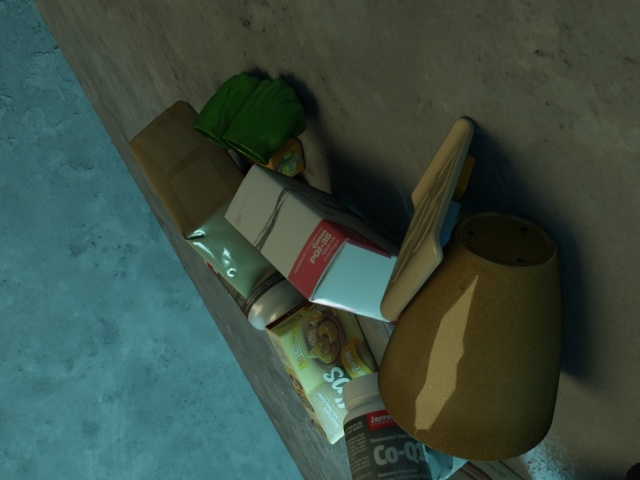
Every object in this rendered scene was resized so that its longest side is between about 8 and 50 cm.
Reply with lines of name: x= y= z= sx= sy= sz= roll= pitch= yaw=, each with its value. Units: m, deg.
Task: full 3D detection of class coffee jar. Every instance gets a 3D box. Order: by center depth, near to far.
coffee jar: x=0.217 y=0.470 z=1.519 sx=0.096 sy=0.079 sz=0.184 roll=62 pitch=159 yaw=-12

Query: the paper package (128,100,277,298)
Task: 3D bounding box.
paper package: x=-0.224 y=-0.086 z=1.468 sx=0.325 sy=0.168 sz=0.309 roll=51 pitch=178 yaw=35

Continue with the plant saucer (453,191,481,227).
plant saucer: x=0.172 y=0.008 z=0.951 sx=0.067 sy=0.018 sz=0.192 roll=43 pitch=135 yaw=33

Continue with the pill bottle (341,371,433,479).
pill bottle: x=0.135 y=0.429 z=1.401 sx=0.161 sy=0.161 sz=0.283 roll=94 pitch=167 yaw=-58

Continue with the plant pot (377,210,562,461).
plant pot: x=0.206 y=0.100 z=0.847 sx=0.237 sy=0.237 sz=0.254 roll=41 pitch=137 yaw=39

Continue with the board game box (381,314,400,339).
board game box: x=0.156 y=0.122 z=1.182 sx=0.194 sy=0.060 sz=0.194 roll=60 pitch=160 yaw=-7

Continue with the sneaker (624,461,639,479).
sneaker: x=0.449 y=0.287 z=0.757 sx=0.082 sy=0.069 sz=0.209 roll=28 pitch=155 yaw=-14

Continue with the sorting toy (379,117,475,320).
sorting toy: x=0.137 y=-0.021 z=0.842 sx=0.038 sy=0.208 sz=0.193 roll=21 pitch=147 yaw=-2

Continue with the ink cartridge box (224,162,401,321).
ink cartridge box: x=0.000 y=0.000 z=1.128 sx=0.207 sy=0.117 sz=0.283 roll=19 pitch=-164 yaw=-45

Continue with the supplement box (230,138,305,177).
supplement box: x=-0.130 y=-0.203 z=1.349 sx=0.233 sy=0.078 sz=0.080 roll=41 pitch=154 yaw=40

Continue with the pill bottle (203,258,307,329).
pill bottle: x=-0.136 y=0.109 z=1.672 sx=0.318 sy=0.176 sz=0.176 roll=49 pitch=158 yaw=23

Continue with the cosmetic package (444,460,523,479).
cosmetic package: x=0.252 y=0.546 z=1.235 sx=0.153 sy=0.296 sz=0.129 roll=30 pitch=145 yaw=50

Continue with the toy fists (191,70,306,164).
toy fists: x=-0.122 y=-0.225 z=1.216 sx=0.096 sy=0.142 sz=0.279 roll=36 pitch=176 yaw=-35

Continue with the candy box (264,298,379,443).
candy box: x=0.022 y=0.286 z=1.552 sx=0.087 sy=0.183 sz=0.316 roll=22 pitch=139 yaw=59
